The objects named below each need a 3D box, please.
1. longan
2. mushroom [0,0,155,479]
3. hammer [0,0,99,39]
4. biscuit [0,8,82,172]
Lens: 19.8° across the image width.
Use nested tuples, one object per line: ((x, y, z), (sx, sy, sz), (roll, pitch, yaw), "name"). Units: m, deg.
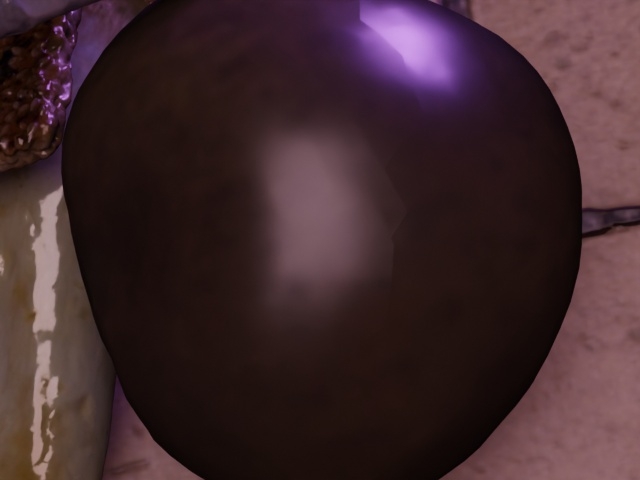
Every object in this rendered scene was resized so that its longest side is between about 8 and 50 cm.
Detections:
((0.000, 0.000, 0.824), (0.246, 0.215, 0.246), (-4, 54, 6), "longan")
((-0.139, 0.006, 0.908), (0.100, 0.081, 0.312), (2, 75, 26), "mushroom")
((0.022, -0.169, 0.844), (0.427, 0.152, 0.044), (-23, 114, -20), "hammer")
((-0.172, -0.120, 0.915), (0.131, 0.025, 0.231), (-17, 51, 23), "biscuit")
